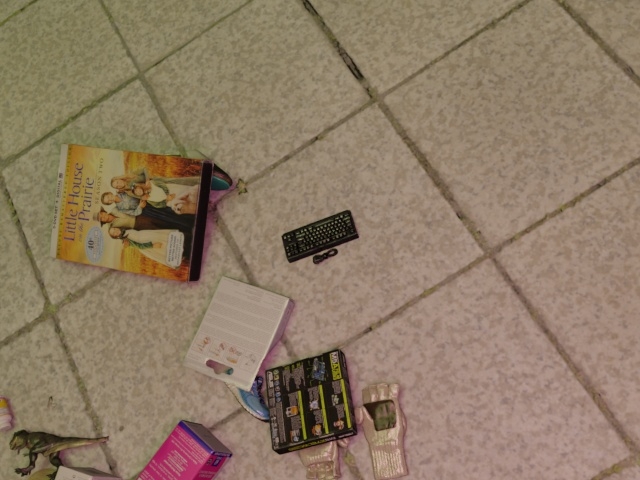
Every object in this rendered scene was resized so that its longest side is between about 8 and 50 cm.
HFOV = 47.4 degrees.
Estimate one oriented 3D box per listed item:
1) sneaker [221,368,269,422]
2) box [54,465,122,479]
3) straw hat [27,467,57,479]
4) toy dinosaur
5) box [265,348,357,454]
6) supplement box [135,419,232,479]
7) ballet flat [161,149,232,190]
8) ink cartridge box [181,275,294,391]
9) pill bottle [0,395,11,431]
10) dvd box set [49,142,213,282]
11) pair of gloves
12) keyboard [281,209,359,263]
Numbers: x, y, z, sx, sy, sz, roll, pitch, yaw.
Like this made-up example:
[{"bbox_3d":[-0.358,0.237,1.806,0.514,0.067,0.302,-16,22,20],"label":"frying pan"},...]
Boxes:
[{"bbox_3d":[-0.153,0.339,1.638,0.073,0.063,0.162,-41,66,-6],"label":"sneaker"},{"bbox_3d":[-0.538,0.600,1.621,0.091,0.130,0.170,11,74,19],"label":"box"},{"bbox_3d":[-0.656,0.600,1.696,0.145,0.061,0.144,-6,68,15],"label":"straw hat"},{"bbox_3d":[-0.644,0.504,1.719,0.268,0.064,0.118,-1,47,15],"label":"toy dinosaur"},{"bbox_3d":[-0.023,0.347,1.574,0.184,0.045,0.190,-18,54,11],"label":"box"},{"bbox_3d":[-0.315,0.519,1.594,0.114,0.111,0.220,36,85,24],"label":"supplement box"},{"bbox_3d":[-0.351,-0.186,1.876,0.281,0.095,0.096,3,63,17],"label":"ballet flat"},{"bbox_3d":[-0.190,0.215,1.694,0.189,0.066,0.232,17,77,21],"label":"ink cartridge box"},{"bbox_3d":[-0.795,0.431,1.809,0.043,0.043,0.083,-32,65,4],"label":"pill bottle"},{"bbox_3d":[-0.483,-0.076,1.838,0.421,0.062,0.307,9,93,20],"label":"dvd box set"},{"bbox_3d":[0.063,0.409,1.558,0.240,0.042,0.204,-6,69,16],"label":"pair of gloves"},{"bbox_3d":[0.000,0.000,1.737,0.180,0.023,0.108,-21,66,10],"label":"keyboard"}]
